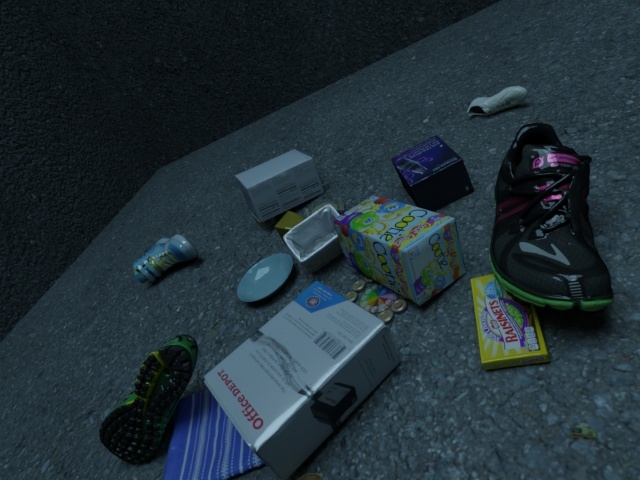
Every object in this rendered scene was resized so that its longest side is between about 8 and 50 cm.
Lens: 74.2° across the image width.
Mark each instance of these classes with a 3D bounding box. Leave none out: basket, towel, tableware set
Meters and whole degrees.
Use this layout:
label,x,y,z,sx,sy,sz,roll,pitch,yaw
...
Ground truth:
label,x,y,z,sx,sy,sz,roll,pitch,yaw
basket,0.000,0.000,1.192,0.167,0.103,0.113,-36,56,-2
towel,-0.187,0.385,0.909,0.336,0.040,0.243,-27,31,11
tableware set,0.025,-0.055,1.342,0.128,0.039,0.194,-19,37,2

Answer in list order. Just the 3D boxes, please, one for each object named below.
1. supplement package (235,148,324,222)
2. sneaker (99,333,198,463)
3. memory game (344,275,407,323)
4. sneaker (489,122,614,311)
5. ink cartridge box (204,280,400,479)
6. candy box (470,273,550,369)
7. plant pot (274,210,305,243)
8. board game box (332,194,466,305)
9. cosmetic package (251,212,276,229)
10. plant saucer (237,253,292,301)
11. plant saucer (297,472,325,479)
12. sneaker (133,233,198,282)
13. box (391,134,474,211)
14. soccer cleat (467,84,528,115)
label,x,y,z,sx,sy,sz,roll,pitch,yaw
supplement package,-0.157,-0.212,1.585,0.261,0.145,0.204,-26,29,-12
sneaker,-0.382,0.372,0.989,0.343,0.134,0.146,-54,2,10
memory game,0.133,0.130,0.995,0.186,0.012,0.186,-24,31,16
sneaker,0.413,-0.067,0.800,0.185,0.202,0.483,-2,40,14
ink cartridge box,-0.036,0.252,0.826,0.307,0.129,0.223,-39,37,-20
candy box,0.338,0.137,0.774,0.105,0.027,0.206,-20,32,26
plant pot,-0.081,-0.037,1.380,0.083,0.081,0.081,13,53,38
board game box,0.172,0.010,0.979,0.142,0.144,0.275,-31,28,-19
cosmetic package,-0.217,-0.088,1.614,0.060,0.041,0.115,-38,31,-9
plant saucer,-0.158,0.119,1.264,0.195,0.037,0.195,-24,32,16
plant saucer,-0.019,0.433,0.702,0.083,0.015,0.083,-24,31,16
sneaker,-0.621,0.087,1.673,0.319,0.127,0.208,-8,36,52
box,0.308,-0.186,1.188,0.153,0.108,0.207,-28,30,8
soccer cleat,0.563,-0.437,1.354,0.076,0.068,0.196,-52,28,-20
